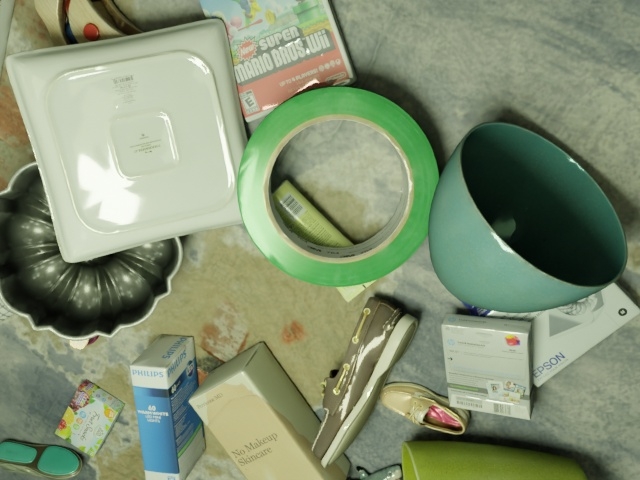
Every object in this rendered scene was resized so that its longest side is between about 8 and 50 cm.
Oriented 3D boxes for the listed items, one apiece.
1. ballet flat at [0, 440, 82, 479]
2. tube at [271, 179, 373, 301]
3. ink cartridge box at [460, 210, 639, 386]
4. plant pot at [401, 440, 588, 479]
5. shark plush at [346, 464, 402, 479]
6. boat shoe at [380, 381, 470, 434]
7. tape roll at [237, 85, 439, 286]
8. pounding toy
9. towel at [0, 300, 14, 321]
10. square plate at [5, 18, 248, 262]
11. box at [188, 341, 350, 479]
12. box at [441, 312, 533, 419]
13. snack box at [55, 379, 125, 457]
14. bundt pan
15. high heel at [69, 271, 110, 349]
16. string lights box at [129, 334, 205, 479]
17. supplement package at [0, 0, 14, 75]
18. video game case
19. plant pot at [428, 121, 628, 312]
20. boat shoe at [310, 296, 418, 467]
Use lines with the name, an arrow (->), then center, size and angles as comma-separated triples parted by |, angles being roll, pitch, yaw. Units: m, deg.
ballet flat -> -0.616, 0.490, 1.503 | 0.213, 0.072, 0.068 | 8, 137, 11
tube -> 0.000, 0.000, 1.193 | 0.240, 0.062, 0.070 | 46, 153, -8
ink cartridge box -> 0.372, 0.102, 1.141 | 0.224, 0.045, 0.223 | 44, 112, -3
plant pot -> 0.312, 0.470, 1.186 | 0.293, 0.275, 0.275 | -8, 107, -2
shark plush -> 0.088, 0.478, 1.348 | 0.161, 0.073, 0.067 | -9, 85, 35
boat shoe -> 0.190, 0.310, 1.246 | 0.169, 0.059, 0.063 | 14, 111, 9
tape roll -> 0.028, -0.087, 1.103 | 0.321, 0.077, 0.322 | 0, 104, 0
pounding toy -> -0.365, -0.321, 1.114 | 0.154, 0.155, 0.270 | -17, 106, 20
towel -> -0.725, 0.050, 1.346 | 0.235, 0.121, 0.284 | -26, 102, 21
square plate -> -0.289, -0.158, 1.105 | 0.347, 0.049, 0.344 | -14, 107, -11
box -> -0.093, 0.369, 1.299 | 0.148, 0.121, 0.311 | -33, 98, 21
box -> 0.289, 0.217, 1.169 | 0.145, 0.038, 0.186 | 3, 122, 26
snack box -> -0.489, 0.378, 1.441 | 0.100, 0.037, 0.141 | 31, 112, 0
bundt pan -> -0.409, 0.005, 1.208 | 0.330, 0.124, 0.331 | -1, 94, -11
high heel -> -0.438, 0.089, 1.333 | 0.082, 0.117, 0.244 | 10, 92, -11
string lights box -> -0.293, 0.331, 1.327 | 0.076, 0.133, 0.260 | 2, 108, 13
supplement package -> -0.645, -0.349, 1.181 | 0.139, 0.134, 0.244 | 25, 112, 4
video game case -> -0.081, -0.360, 1.104 | 0.204, 0.025, 0.285 | -17, 103, 18
plant pot -> 0.277, -0.004, 1.025 | 0.290, 0.290, 0.195 | 36, 135, -1
boat shoe -> 0.060, 0.256, 1.222 | 0.096, 0.116, 0.325 | 31, 105, 20
